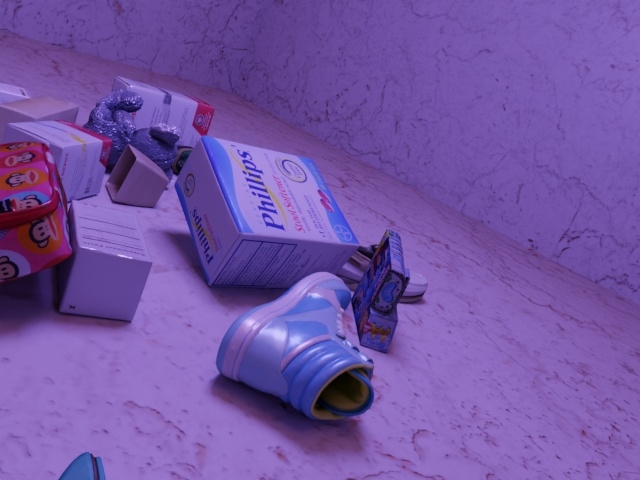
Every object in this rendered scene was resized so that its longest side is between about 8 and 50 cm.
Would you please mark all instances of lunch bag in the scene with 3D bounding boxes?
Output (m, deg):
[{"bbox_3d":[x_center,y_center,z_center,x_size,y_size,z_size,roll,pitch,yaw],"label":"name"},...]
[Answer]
[{"bbox_3d":[-0.485,-0.032,0.779,0.258,0.120,0.293,-16,32,-20],"label":"lunch bag"}]

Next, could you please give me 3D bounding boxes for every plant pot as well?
[{"bbox_3d":[-0.408,-0.137,1.295,0.096,0.109,0.109,25,12,-37],"label":"plant pot"}]

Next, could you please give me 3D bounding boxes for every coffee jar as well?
[{"bbox_3d":[-0.340,-0.200,1.605,0.184,0.079,0.096,32,22,27],"label":"coffee jar"}]

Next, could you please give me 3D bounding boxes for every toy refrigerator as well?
[{"bbox_3d":[-0.685,-0.280,1.381,0.094,0.102,0.269,19,18,-8],"label":"toy refrigerator"}]

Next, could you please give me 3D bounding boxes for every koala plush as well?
[{"bbox_3d":[-0.456,-0.236,1.418,0.221,0.196,0.203,23,28,0],"label":"koala plush"}]

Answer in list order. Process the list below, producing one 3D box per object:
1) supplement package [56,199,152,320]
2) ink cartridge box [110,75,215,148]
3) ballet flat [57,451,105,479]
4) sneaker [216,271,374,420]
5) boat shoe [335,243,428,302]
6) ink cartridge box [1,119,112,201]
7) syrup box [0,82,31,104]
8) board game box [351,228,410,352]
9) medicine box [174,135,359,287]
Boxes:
[{"bbox_3d":[-0.333,0.027,0.869,0.105,0.105,0.179,14,19,-31],"label":"supplement package"},{"bbox_3d":[-0.471,-0.335,1.651,0.273,0.197,0.114,5,22,-45],"label":"ink cartridge box"},{"bbox_3d":[-0.182,0.253,0.416,0.087,0.083,0.247,-6,28,-31],"label":"ballet flat"},{"bbox_3d":[0.014,0.163,0.865,0.208,0.127,0.319,27,27,21],"label":"sneaker"},{"bbox_3d":[0.137,0.066,1.340,0.302,0.103,0.113,13,19,-29],"label":"boat shoe"},{"bbox_3d":[-0.533,-0.160,1.153,0.127,0.128,0.176,23,16,5],"label":"ink cartridge box"},{"bbox_3d":[-0.845,-0.345,1.390,0.237,0.093,0.096,7,22,-40],"label":"syrup box"},{"bbox_3d":[0.121,0.110,1.112,0.060,0.194,0.194,18,31,-9],"label":"board game box"},{"bbox_3d":[-0.111,-0.049,1.159,0.289,0.149,0.263,6,45,-41],"label":"medicine box"}]
